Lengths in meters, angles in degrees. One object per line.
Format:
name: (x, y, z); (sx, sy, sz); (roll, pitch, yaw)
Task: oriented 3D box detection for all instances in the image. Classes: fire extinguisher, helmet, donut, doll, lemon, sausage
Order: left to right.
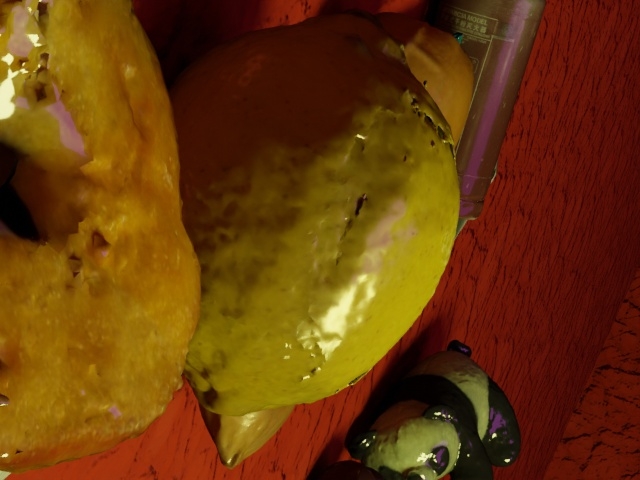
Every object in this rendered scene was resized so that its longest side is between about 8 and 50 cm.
donut: (-0.141, -0.022, 0.635); (0.253, 0.118, 0.253); (21, 63, -51)
lemon: (-0.018, -0.018, 0.978); (0.260, 0.204, 0.204); (-69, 162, 2)
sausage: (-0.005, -0.002, 1.174); (0.354, 0.116, 0.134); (-60, 174, -17)
helmet: (0.020, 0.268, 1.581); (0.123, 0.098, 0.070); (-53, 128, -40)
doll: (0.120, 0.209, 1.738); (0.234, 0.144, 0.135); (-40, 117, -56)
fire extinguisher: (0.142, -0.157, 1.429); (0.105, 0.105, 0.269); (-18, 127, -67)

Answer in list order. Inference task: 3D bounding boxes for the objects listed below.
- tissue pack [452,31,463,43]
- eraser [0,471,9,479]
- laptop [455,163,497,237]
tissue pack: (0.067, -0.136, 1.340); (0.138, 0.028, 0.085); (-5, 119, -50)
eraser: (-0.216, 0.092, 0.703); (0.404, 0.096, 0.098); (-44, 150, -53)
laptop: (0.157, -0.109, 1.666); (0.187, 0.015, 0.269); (-53, 156, -39)
